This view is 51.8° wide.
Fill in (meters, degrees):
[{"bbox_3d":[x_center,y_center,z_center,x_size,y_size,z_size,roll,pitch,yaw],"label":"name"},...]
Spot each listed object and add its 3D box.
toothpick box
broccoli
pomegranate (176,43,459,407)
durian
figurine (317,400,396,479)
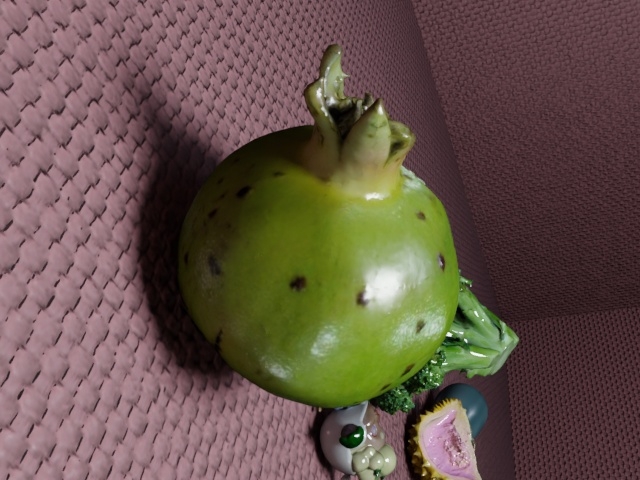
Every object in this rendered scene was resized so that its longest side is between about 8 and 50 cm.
[{"bbox_3d":[0.293,0.390,1.437,0.184,0.120,0.120,-10,89,-68],"label":"toothpick box"},{"bbox_3d":[0.194,0.161,1.119,0.294,0.245,0.265,-37,137,-42],"label":"broccoli"},{"bbox_3d":[0.000,0.000,0.585,0.260,0.260,0.341,-77,176,-47],"label":"pomegranate"},{"bbox_3d":[0.237,0.404,1.263,0.165,0.132,0.182,47,25,-75],"label":"durian"},{"bbox_3d":[0.038,0.221,0.854,0.147,0.093,0.197,-44,121,-79],"label":"figurine"}]
